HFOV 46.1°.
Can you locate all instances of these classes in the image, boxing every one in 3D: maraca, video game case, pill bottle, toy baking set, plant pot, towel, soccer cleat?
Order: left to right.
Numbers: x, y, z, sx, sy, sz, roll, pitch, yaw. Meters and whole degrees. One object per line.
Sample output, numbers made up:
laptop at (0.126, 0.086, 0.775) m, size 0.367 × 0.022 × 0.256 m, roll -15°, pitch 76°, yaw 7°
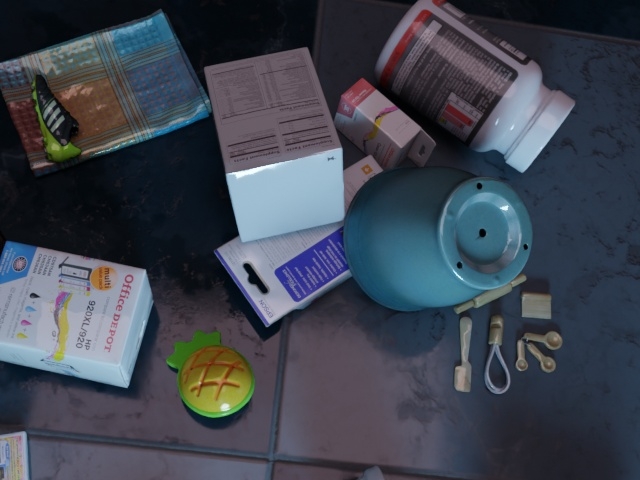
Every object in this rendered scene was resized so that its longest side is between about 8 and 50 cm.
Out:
video game case at (-0.546, 0.400, 1.213) m, size 0.143 × 0.019 × 0.157 m, roll -8°, pitch 69°, yaw -11°
soccer cleat at (-0.498, -0.231, 1.415) m, size 0.072 × 0.060 × 0.179 m, roll -14°, pitch 78°, yaw -21°
towel at (-0.429, -0.300, 1.492) m, size 0.370 × 0.040 × 0.271 m, roll -23°, pitch 73°, yaw -15°
maraca at (-0.189, 0.226, 1.290) m, size 0.127 × 0.099 × 0.185 m, roll -26°, pitch 48°, yaw -22°
plant pot at (0.215, -0.006, 1.299) m, size 0.272 × 0.255 × 0.271 m, roll 1°, pitch 89°, yaw -24°
pill bottle at (0.306, -0.308, 1.501) m, size 0.363 × 0.210 × 0.210 m, roll 37°, pitch 69°, yaw 7°
toy baking set at (0.344, 0.176, 1.413) m, size 0.256 × 0.030 × 0.197 m, roll -19°, pitch 73°, yaw -14°

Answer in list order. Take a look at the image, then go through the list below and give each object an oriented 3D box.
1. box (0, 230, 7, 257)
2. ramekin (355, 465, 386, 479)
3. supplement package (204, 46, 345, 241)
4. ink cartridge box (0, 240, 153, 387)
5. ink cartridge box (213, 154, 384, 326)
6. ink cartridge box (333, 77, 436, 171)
box at (-0.630, 0.044, 1.241) m, size 0.168 × 0.203 × 0.167 m, roll -2°, pitch 69°, yaw -9°
ramekin at (0.088, 0.494, 1.137) m, size 0.127 × 0.273 × 0.273 m, roll -24°, pitch 74°, yaw -5°
supplement package at (-0.083, -0.174, 1.360) m, size 0.198 × 0.199 × 0.262 m, roll -13°, pitch 55°, yaw -6°
ink cartridge box at (-0.416, 0.126, 1.256) m, size 0.233 × 0.168 × 0.171 m, roll 12°, pitch 67°, yaw -4°
ink cartridge box at (0.000, 0.000, 1.418) m, size 0.371 × 0.069 × 0.176 m, roll -32°, pitch 77°, yaw -20°
ink cartridge box at (0.124, -0.212, 1.489) m, size 0.198 × 0.115 × 0.067 m, roll 42°, pitch 68°, yaw 10°
